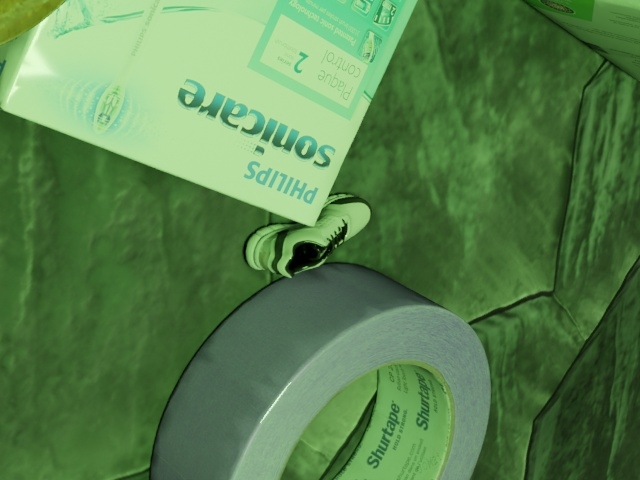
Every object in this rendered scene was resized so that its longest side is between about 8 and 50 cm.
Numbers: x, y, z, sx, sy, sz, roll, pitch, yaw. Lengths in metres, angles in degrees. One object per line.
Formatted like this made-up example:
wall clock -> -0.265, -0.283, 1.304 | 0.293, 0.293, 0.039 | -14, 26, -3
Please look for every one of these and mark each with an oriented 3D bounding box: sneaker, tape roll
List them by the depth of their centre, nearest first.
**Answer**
sneaker -> 0.000, 0.000, 0.763 | 0.109, 0.043, 0.040 | -28, 126, -33
tape roll -> 0.008, 0.160, 0.818 | 0.274, 0.090, 0.275 | -22, 125, -35

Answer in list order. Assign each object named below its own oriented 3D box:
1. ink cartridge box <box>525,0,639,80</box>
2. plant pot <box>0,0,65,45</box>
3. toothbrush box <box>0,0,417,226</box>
ink cartridge box -> 0.295, -0.194, 0.830 | 0.273, 0.198, 0.115 | 16, 98, -47
plant pot -> -0.180, -0.155, 0.327 | 0.237, 0.254, 0.237 | -36, 143, -34
toothbrush box -> -0.049, -0.183, 0.563 | 0.216, 0.126, 0.295 | 22, 96, -47
